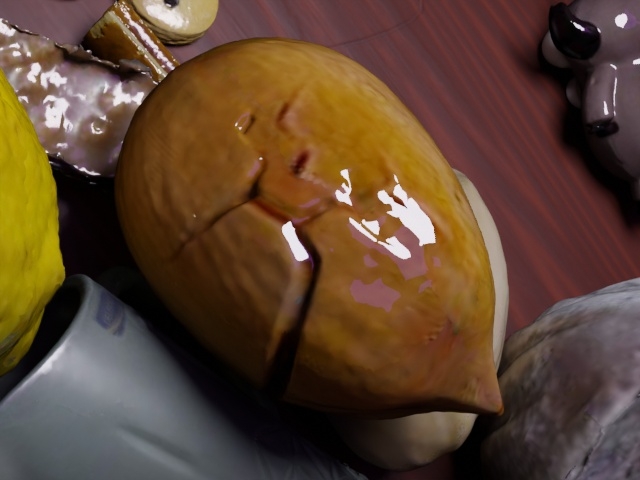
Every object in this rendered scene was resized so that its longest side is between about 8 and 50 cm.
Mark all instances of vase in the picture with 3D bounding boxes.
[{"bbox_3d":[-0.083,0.143,0.611,0.301,0.156,0.251,34,36,-25],"label":"vase"}]

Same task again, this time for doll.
[{"bbox_3d":[0.321,-0.161,0.969,0.182,0.117,0.257,-26,89,-37],"label":"doll"}]

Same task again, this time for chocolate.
[{"bbox_3d":[0.245,0.155,0.756,0.303,0.213,0.303,-9,116,-19],"label":"chocolate"},{"bbox_3d":[-0.126,-0.071,0.691,0.329,0.065,0.102,20,89,-26],"label":"chocolate"}]

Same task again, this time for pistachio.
[{"bbox_3d":[0.068,0.056,0.723,0.153,0.138,0.237,28,65,-29],"label":"pistachio"}]

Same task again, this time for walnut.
[{"bbox_3d":[0.000,0.000,0.582,0.298,0.203,0.203,42,52,19],"label":"walnut"}]

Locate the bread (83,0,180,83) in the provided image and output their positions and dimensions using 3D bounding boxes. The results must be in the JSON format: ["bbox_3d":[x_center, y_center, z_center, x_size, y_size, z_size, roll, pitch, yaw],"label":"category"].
[{"bbox_3d":[-0.140,-0.137,0.718,0.083,0.047,0.036,49,14,-9],"label":"bread"}]

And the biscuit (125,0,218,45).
[{"bbox_3d":[-0.172,-0.253,0.747,0.234,0.030,0.153,48,58,-9],"label":"biscuit"}]

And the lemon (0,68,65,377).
[{"bbox_3d":[-0.264,-0.011,0.457,0.268,0.322,0.268,-4,70,11],"label":"lemon"}]
